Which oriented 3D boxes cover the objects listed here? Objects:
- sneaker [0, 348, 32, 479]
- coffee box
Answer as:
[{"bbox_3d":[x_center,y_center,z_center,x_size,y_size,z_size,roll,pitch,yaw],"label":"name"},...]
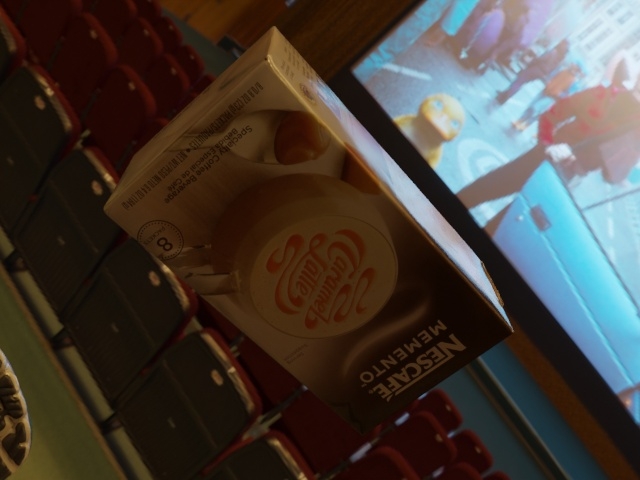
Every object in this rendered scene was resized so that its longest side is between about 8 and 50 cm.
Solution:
[{"bbox_3d":[-0.325,0.078,0.590,0.275,0.107,0.110,57,-2,4],"label":"sneaker"},{"bbox_3d":[0.000,0.000,0.476,0.246,0.141,0.098,44,18,-22],"label":"coffee box"}]
